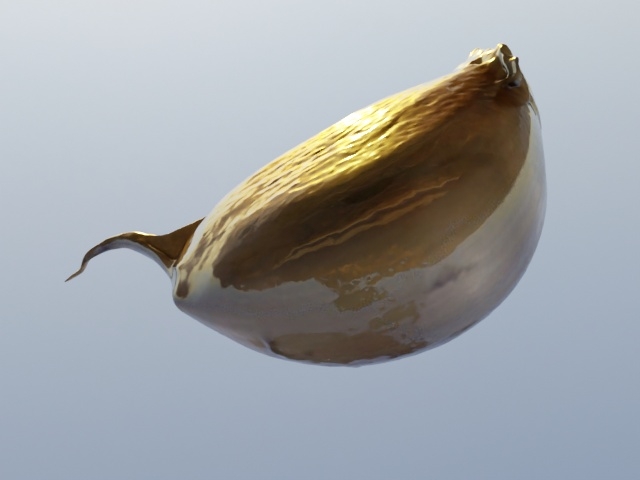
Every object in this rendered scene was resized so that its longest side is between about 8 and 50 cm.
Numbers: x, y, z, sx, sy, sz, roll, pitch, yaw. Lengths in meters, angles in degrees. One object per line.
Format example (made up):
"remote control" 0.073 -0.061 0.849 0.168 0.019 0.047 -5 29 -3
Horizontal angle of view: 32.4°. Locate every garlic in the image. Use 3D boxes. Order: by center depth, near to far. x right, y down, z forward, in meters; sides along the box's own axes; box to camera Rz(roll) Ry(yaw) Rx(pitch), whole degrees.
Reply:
"garlic" -0.004 0.002 0.543 0.266 0.128 0.148 -19 -173 -2
